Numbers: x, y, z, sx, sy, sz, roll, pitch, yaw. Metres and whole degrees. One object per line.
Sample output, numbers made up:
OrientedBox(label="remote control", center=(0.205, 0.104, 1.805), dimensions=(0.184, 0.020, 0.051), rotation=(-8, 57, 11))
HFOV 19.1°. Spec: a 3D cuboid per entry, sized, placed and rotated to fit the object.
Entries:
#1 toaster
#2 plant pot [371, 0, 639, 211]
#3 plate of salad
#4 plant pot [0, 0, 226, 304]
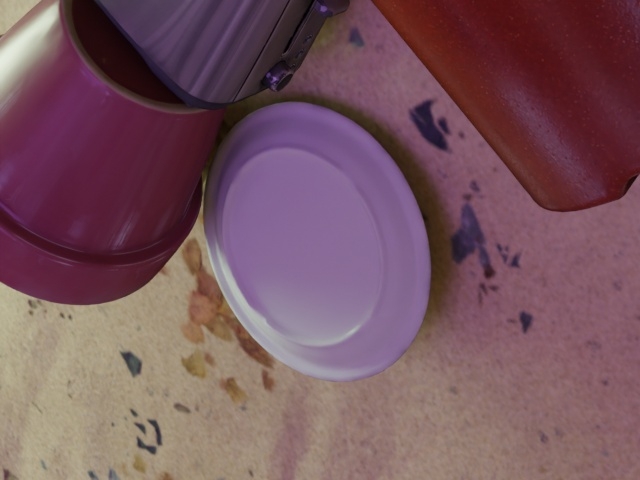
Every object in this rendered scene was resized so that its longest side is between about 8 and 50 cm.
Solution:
OrientedBox(label="toaster", center=(-0.075, -0.206, 1.198), dimensions=(0.227, 0.129, 0.146), rotation=(51, 134, 10))
OrientedBox(label="plant pot", center=(0.124, -0.176, 0.958), dimensions=(0.272, 0.272, 0.265), rotation=(-22, 107, 47))
OrientedBox(label="plate of salad", center=(0.000, 0.000, 1.316), dimensions=(0.200, 0.048, 0.199), rotation=(14, 113, 36))
OrientedBox(label="plant pot", center=(-0.151, -0.086, 1.289), dimensions=(0.201, 0.201, 0.180), rotation=(49, 134, 7))
